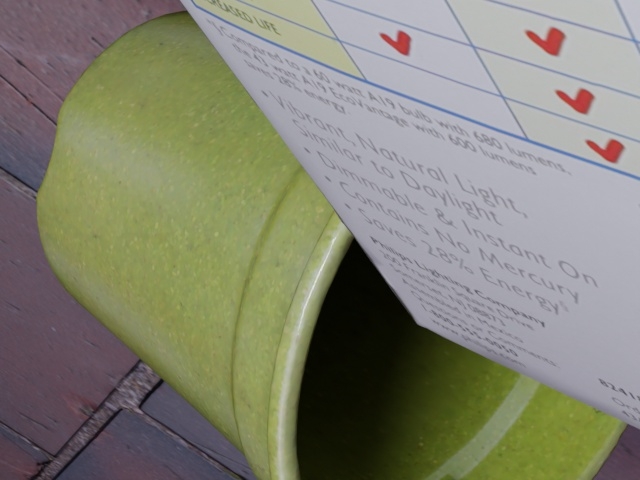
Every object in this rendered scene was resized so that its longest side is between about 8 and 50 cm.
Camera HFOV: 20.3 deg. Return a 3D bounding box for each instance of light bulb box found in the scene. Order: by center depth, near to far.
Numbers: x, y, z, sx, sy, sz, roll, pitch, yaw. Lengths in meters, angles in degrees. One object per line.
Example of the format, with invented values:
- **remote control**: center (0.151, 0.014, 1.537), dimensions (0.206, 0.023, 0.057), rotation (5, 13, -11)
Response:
- **light bulb box**: center (0.141, -0.094, 0.438), dimensions (0.358, 0.225, 0.361), rotation (24, 160, 40)

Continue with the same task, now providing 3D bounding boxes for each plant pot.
- **plant pot**: center (0.000, 0.000, 0.894), dimensions (0.254, 0.276, 0.276), rotation (27, 158, 41)
